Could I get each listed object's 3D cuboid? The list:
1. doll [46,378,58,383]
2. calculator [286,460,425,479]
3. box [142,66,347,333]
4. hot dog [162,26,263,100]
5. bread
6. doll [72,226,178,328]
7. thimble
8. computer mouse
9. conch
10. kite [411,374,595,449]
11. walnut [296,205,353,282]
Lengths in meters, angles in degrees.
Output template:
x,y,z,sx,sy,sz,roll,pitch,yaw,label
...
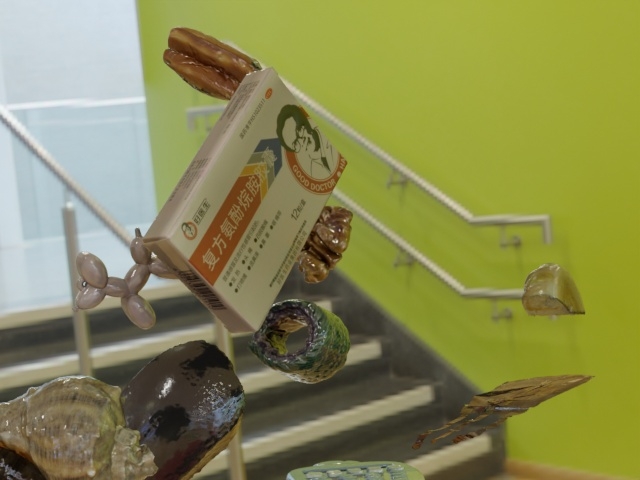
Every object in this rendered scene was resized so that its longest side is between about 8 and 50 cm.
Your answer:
x,y,z,sx,sy,sz,roll,pitch,yaw,label
-0.399,0.390,1.945,0.160,0.363,0.182,4,39,30,doll
0.048,0.344,1.638,0.189,0.042,0.303,-4,-6,-8,calculator
-0.103,-0.063,1.732,0.069,0.214,0.353,-9,42,41,box
-0.214,-0.345,2.316,0.269,0.115,0.072,33,13,30,hot dog
0.396,0.086,1.980,0.083,0.094,0.157,-1,0,33,bread
-0.305,0.061,1.782,0.160,0.161,0.059,37,-8,-30,doll
-0.030,0.150,1.747,0.135,0.118,0.090,13,-15,36,thimble
-0.238,0.278,1.690,0.295,0.168,0.087,-45,-15,1,computer mouse
-0.326,0.262,1.438,0.291,0.210,0.159,11,22,27,conch
0.204,0.201,1.364,0.141,0.015,0.245,6,-31,-33,kite
0.000,0.000,2.047,0.069,0.143,0.170,30,11,-16,walnut
